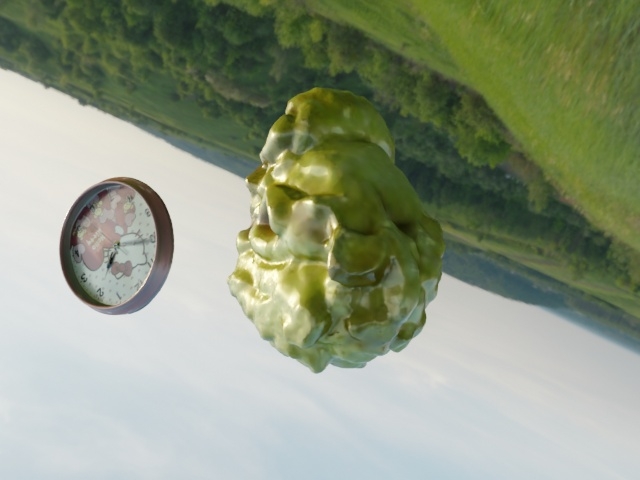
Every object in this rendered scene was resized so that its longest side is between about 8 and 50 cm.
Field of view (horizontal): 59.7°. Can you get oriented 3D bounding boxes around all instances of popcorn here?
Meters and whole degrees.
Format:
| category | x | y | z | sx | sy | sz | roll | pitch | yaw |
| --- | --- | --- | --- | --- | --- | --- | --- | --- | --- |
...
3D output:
| category | x | y | z | sx | sy | sz | roll | pitch | yaw |
| --- | --- | --- | --- | --- | --- | --- | --- | --- | --- |
| popcorn | 0.000 | 0.000 | 0.584 | 0.174 | 0.225 | 0.286 | 13 | -130 | -43 |

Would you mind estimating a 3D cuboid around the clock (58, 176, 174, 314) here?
| category | x | y | z | sx | sy | sz | roll | pitch | yaw |
| --- | --- | --- | --- | --- | --- | --- | --- | --- | --- |
| clock | -0.355 | 0.008 | 0.970 | 0.244 | 0.244 | 0.056 | 27 | -174 | 23 |
